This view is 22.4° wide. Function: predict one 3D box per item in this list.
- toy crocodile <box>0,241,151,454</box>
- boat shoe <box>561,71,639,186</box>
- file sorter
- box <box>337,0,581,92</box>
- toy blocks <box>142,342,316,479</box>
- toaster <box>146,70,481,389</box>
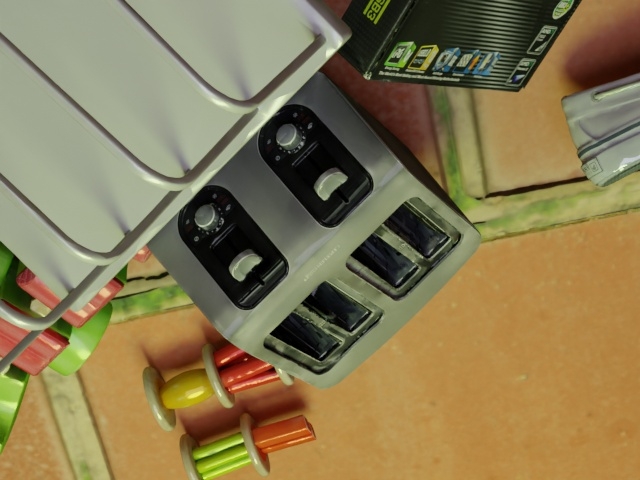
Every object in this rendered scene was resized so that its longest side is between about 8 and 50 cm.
[{"bbox_3d":[-0.166,0.008,1.131,0.115,0.105,0.340,34,111,-21],"label":"toy crocodile"},{"bbox_3d":[0.274,-0.117,1.111,0.226,0.083,0.076,-25,83,0],"label":"boat shoe"},{"bbox_3d":[-0.160,-0.076,0.944,0.193,0.173,0.277,45,118,-4],"label":"file sorter"},{"bbox_3d":[0.116,-0.182,1.021,0.190,0.045,0.184,-2,133,-53],"label":"box"},{"bbox_3d":[-0.045,0.123,1.236,0.148,0.054,0.123,-21,118,7],"label":"toy blocks"},{"bbox_3d":[0.000,0.000,1.100,0.168,0.110,0.185,-43,148,7],"label":"toaster"}]
